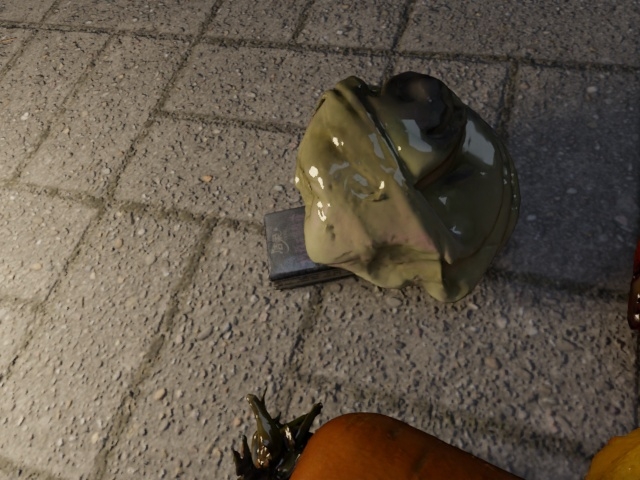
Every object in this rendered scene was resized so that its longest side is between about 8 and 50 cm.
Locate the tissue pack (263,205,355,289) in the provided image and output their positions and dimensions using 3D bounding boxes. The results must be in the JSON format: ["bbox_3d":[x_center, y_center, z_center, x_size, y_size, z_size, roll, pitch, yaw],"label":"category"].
[{"bbox_3d":[0.000,0.000,0.733,0.156,0.051,0.112,-11,57,4],"label":"tissue pack"}]

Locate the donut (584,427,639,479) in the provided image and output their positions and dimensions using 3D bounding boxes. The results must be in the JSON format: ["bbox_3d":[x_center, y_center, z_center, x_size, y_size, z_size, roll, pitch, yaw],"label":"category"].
[{"bbox_3d":[0.389,0.298,0.454,0.303,0.110,0.302,-5,60,9],"label":"donut"}]

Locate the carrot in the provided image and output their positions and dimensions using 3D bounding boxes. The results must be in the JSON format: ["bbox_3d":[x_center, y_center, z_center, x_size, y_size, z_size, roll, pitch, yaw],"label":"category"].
[{"bbox_3d":[0.056,0.271,0.477,0.331,0.193,0.214,21,48,31],"label":"carrot"}]

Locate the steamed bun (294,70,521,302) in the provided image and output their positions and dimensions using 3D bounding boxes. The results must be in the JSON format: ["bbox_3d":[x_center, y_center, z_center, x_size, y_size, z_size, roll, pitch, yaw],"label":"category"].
[{"bbox_3d":[0.114,-0.092,0.637,0.280,0.207,0.267,17,56,-1],"label":"steamed bun"}]

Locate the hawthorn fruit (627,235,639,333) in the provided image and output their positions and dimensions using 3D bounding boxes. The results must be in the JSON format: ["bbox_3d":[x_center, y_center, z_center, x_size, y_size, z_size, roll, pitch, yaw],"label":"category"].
[{"bbox_3d":[0.469,0.034,0.493,0.316,0.316,0.315,-5,60,8],"label":"hawthorn fruit"}]
